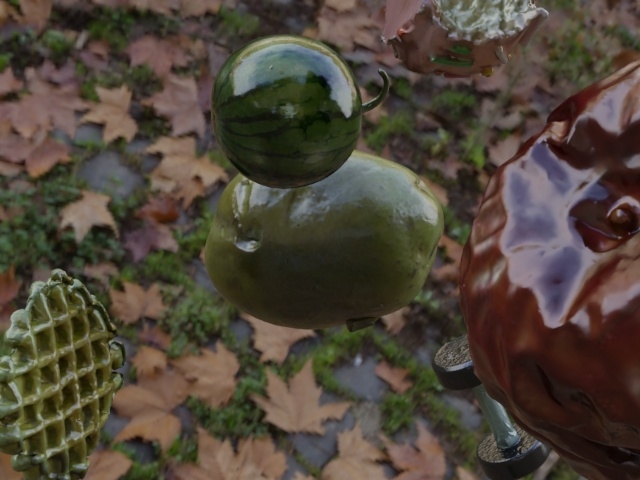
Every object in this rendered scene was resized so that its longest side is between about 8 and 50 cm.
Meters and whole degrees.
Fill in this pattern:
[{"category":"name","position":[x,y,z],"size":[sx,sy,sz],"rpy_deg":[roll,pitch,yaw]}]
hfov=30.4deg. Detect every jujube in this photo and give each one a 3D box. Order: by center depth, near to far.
[{"category":"jujube","position":[0.181,0.027,0.545],"size":[0.232,0.213,0.213],"rpy_deg":[34,37,-38]}]

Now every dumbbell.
[{"category":"dumbbell","position":[0.231,0.224,1.590],"size":[0.100,0.100,0.191],"rpy_deg":[-45,115,-42]}]

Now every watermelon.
[{"category":"watermelon","position":[-0.018,-0.081,0.751],"size":[0.109,0.109,0.109],"rpy_deg":[12,48,-13]}]

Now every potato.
[{"category":"potato","position":[0.001,0.002,1.188],"size":[0.228,0.197,0.148],"rpy_deg":[18,32,5]}]

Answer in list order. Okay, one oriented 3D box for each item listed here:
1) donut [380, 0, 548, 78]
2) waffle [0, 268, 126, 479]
[{"category":"donut","position":[0.076,-0.149,0.622],"size":[0.065,0.117,0.166],"rpy_deg":[17,70,-10]},{"category":"waffle","position":[-0.237,0.126,1.064],"size":[0.036,0.169,0.183],"rpy_deg":[-1,50,23]}]
